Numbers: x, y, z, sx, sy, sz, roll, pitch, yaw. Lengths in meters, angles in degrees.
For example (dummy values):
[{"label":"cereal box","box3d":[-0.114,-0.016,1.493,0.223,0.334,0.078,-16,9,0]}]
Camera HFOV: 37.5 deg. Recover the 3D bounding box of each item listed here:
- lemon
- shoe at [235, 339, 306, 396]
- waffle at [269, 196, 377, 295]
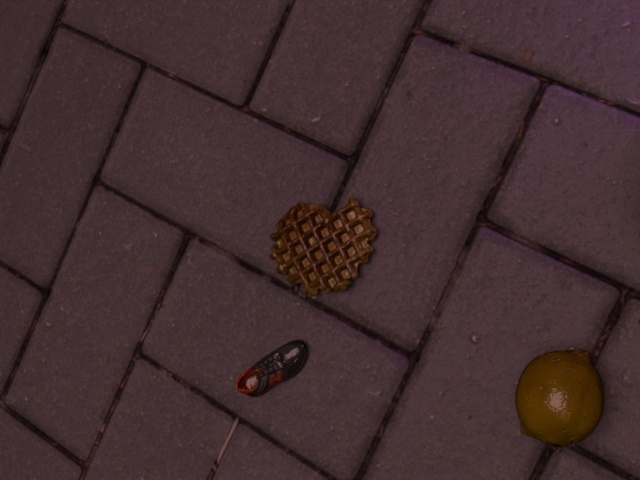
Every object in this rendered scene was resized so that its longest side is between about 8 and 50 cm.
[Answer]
[{"label":"lemon","box3d":[0.471,0.306,1.852,0.173,0.173,0.206,23,86,25]},{"label":"shoe","box3d":[-0.115,0.298,2.177,0.194,0.077,0.074,-38,70,17]},{"label":"waffle","box3d":[0.000,0.000,2.168,0.253,0.056,0.249,30,97,26]}]
